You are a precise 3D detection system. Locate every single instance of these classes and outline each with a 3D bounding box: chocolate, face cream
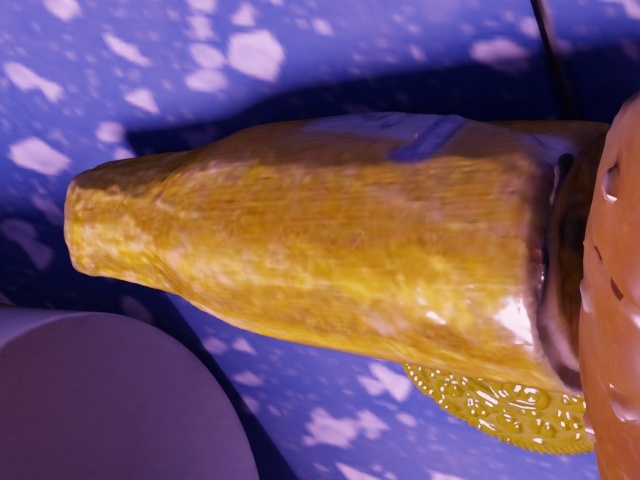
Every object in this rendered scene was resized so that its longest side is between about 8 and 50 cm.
[{"bbox_3d":[0.000,0.000,0.606,0.219,0.085,0.085,3,139,41],"label":"chocolate"},{"bbox_3d":[-0.156,0.132,0.769,0.179,0.218,0.218,1,138,37],"label":"face cream"}]

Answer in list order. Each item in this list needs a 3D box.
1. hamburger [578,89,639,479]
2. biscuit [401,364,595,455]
[{"bbox_3d":[0.182,0.036,0.427,0.286,0.146,0.243,39,132,-17],"label":"hamburger"},{"bbox_3d":[0.066,0.041,0.661,0.084,0.023,0.084,19,147,13],"label":"biscuit"}]
